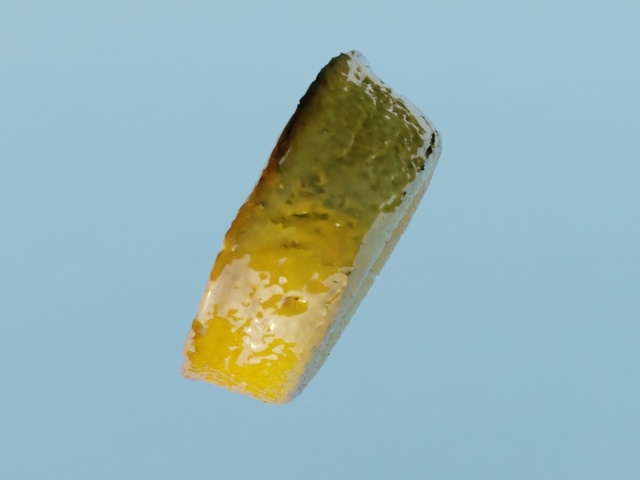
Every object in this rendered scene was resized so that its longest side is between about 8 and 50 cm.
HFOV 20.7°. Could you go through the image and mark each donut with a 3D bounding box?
[{"bbox_3d":[0.000,0.000,1.423,0.110,0.303,0.303,29,-134,6],"label":"donut"}]
